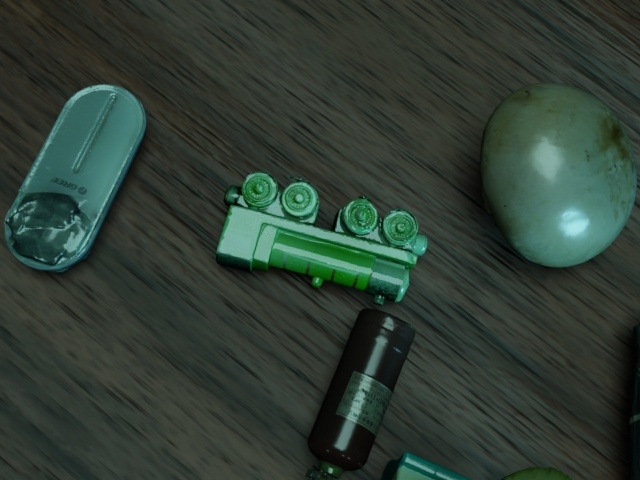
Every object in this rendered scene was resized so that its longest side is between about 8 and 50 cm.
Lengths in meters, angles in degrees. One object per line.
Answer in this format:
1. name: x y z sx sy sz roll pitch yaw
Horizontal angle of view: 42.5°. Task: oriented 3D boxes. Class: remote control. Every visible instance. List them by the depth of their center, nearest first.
1. remote control: -0.289 -0.076 0.985 0.104 0.052 0.247 21 71 2

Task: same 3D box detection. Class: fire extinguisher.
1. fire extinguisher: 0.047 0.199 0.930 0.099 0.071 0.231 31 69 -25

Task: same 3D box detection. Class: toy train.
1. toy train: 0.000 0.000 0.984 0.251 0.085 0.119 16 76 1

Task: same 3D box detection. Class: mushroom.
1. mushroom: 0.279 -0.081 1.004 0.226 0.178 0.226 0 89 -35

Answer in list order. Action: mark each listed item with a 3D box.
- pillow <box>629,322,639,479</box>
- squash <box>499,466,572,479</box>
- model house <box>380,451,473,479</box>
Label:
1. pillow: 0.437 0.210 0.957 0.162 0.092 0.335 12 70 -8
2. squash: 0.203 0.334 0.823 0.041 0.219 0.219 38 70 -17
3. model house: 0.106 0.300 0.872 0.100 0.149 0.127 23 114 -1
